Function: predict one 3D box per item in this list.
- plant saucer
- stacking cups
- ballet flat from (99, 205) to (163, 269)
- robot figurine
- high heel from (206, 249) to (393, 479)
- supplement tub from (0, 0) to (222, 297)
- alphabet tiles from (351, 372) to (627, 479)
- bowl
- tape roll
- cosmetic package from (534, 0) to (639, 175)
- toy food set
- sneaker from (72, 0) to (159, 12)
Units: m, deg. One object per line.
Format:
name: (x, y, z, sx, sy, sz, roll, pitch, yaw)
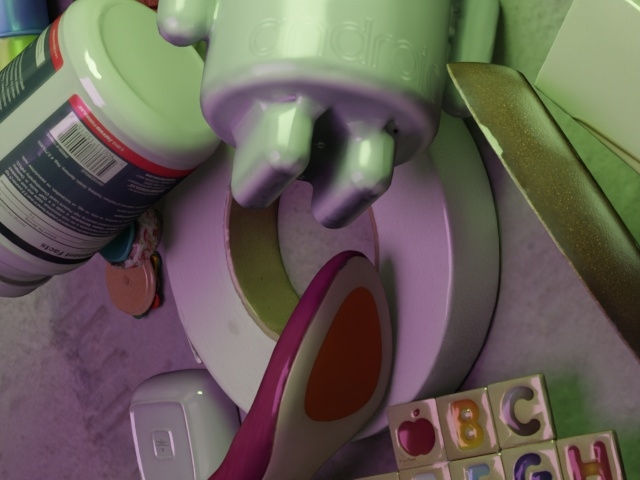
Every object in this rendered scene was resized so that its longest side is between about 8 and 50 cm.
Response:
plant saucer: (0.202, -0.019, 1.476, 0.050, 0.310, 0.311, -34, 70, 7)
stacking cups: (-0.341, -0.250, 2.084, 0.096, 0.096, 0.316, -9, 91, 46)
ballet flat: (-0.205, -0.023, 1.970, 0.241, 0.077, 0.091, 28, 104, 59)
robot figurine: (0.011, -0.193, 1.602, 0.200, 0.300, 0.353, 144, 136, -60)
high heel: (-0.054, 0.164, 1.750, 0.181, 0.127, 0.377, 32, 110, 46)
supplement tub: (-0.241, -0.087, 1.812, 0.272, 0.191, 0.191, -38, 70, 28)
alphabet tiles: (0.157, 0.296, 1.641, 0.285, 0.011, 0.343, -16, 83, 40)
bowl: (-0.146, 0.209, 2.001, 0.142, 0.053, 0.142, -7, 92, 44)
tape roll: (0.000, 0.000, 1.804, 0.392, 0.072, 0.392, 11, 105, 44)
cosmetic package: (0.326, -0.077, 1.401, 0.309, 0.160, 0.113, 44, 126, 32)
toy food set: (-0.201, 0.042, 2.049, 0.082, 0.020, 0.083, 21, 111, 41)
sneaker: (-0.186, -0.203, 1.943, 0.112, 0.120, 0.299, -133, 32, -75)
